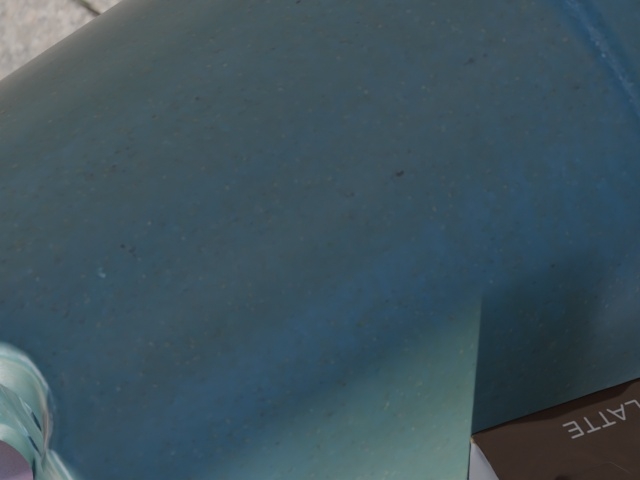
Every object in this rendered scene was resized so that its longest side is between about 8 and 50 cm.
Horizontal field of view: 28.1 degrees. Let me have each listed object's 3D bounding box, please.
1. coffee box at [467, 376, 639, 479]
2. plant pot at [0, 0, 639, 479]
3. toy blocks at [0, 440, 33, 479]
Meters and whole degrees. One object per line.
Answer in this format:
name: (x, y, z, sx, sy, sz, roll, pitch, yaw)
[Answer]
coffee box: (0.130, 0.164, 0.471, 0.141, 0.098, 0.246, -17, 133, -16)
plant pot: (0.000, 0.000, 0.588, 0.334, 0.341, 0.341, -33, 131, -19)
toy blocks: (-0.204, 0.167, 0.795, 0.260, 0.309, 0.288, -9, 164, -30)
